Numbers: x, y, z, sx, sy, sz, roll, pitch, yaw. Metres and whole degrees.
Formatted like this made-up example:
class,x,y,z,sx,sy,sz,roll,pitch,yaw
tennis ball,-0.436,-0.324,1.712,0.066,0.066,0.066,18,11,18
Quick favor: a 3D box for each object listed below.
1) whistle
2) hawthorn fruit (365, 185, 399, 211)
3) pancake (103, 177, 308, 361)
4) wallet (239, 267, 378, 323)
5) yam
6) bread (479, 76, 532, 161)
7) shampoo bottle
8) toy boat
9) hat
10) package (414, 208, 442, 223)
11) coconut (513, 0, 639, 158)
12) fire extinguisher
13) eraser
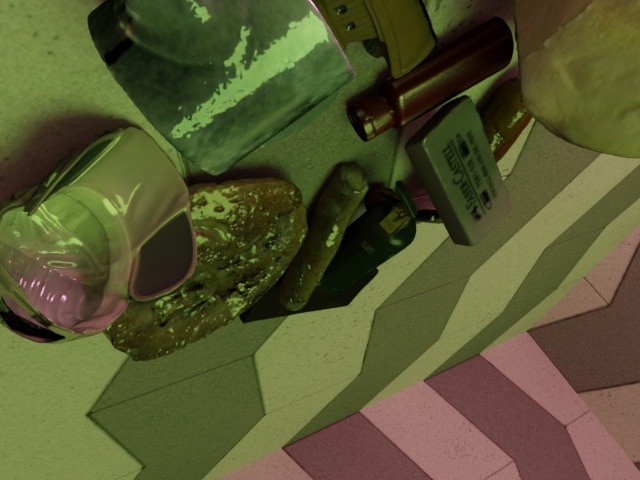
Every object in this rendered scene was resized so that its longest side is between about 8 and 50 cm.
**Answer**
class,x,y,z,sx,sy,sz,roll,pitch,yaw
whistle,-0.084,-0.195,0.616,0.168,0.188,0.405,-35,-173,8
hawthorn fruit,0.107,-0.061,1.131,0.066,0.067,0.103,-13,160,-35
pancake,-0.181,0.040,0.947,0.387,0.082,0.387,-32,153,-19
wallet,-0.019,0.106,1.279,0.309,0.042,0.165,-3,139,-40
yam,0.000,0.000,1.074,0.071,0.067,0.317,23,122,-8
bread,0.322,-0.202,1.110,0.124,0.084,0.344,-32,159,-47
shampoo bottle,0.165,-0.238,0.894,0.260,0.064,0.102,-30,159,-6
toy boat,0.035,-0.285,0.651,0.121,0.089,0.321,-24,156,16
hat,-0.278,-0.014,0.699,0.275,0.161,0.232,-53,144,-16
package,0.230,-0.050,1.226,0.154,0.030,0.239,-2,179,42
coconut,0.414,-0.315,0.723,0.344,0.415,0.415,-3,146,-9
fire extinguisher,0.085,-0.002,1.082,0.095,0.114,0.311,-50,-173,-38
eraser,0.246,-0.107,1.023,0.111,0.077,0.352,-45,137,-5
